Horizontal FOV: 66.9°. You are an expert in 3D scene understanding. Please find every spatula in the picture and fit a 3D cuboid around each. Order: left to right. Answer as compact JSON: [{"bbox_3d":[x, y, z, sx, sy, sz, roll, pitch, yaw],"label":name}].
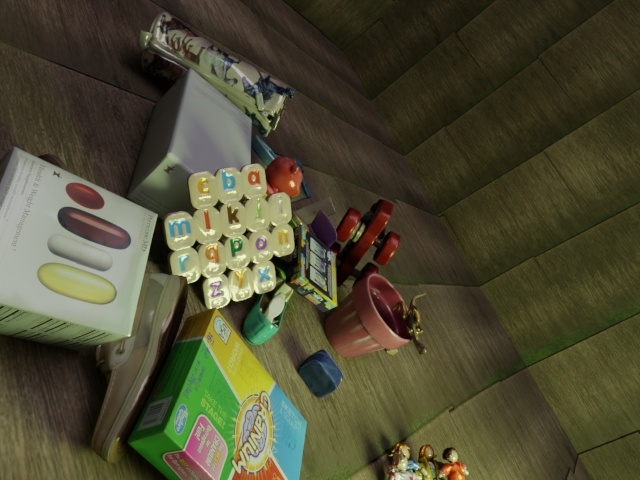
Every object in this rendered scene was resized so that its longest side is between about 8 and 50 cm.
[{"bbox_3d":[0.000,0.000,1.324,0.084,0.030,0.296,56,-13,10],"label":"spatula"}]

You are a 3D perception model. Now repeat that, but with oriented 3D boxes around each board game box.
[{"bbox_3d":[-0.137,0.303,0.774,0.317,0.064,0.242,59,21,-27],"label":"board game box"},{"bbox_3d":[-0.020,0.066,1.171,0.141,0.048,0.170,43,31,-34],"label":"board game box"}]

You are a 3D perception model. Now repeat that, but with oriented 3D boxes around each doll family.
[{"bbox_3d":[0.236,0.571,1.164,0.262,0.118,0.163,11,53,-33],"label":"doll family"}]

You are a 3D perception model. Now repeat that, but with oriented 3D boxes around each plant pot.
[{"bbox_3d":[0.117,0.215,1.281,0.201,0.180,0.201,42,27,-28],"label":"plant pot"}]

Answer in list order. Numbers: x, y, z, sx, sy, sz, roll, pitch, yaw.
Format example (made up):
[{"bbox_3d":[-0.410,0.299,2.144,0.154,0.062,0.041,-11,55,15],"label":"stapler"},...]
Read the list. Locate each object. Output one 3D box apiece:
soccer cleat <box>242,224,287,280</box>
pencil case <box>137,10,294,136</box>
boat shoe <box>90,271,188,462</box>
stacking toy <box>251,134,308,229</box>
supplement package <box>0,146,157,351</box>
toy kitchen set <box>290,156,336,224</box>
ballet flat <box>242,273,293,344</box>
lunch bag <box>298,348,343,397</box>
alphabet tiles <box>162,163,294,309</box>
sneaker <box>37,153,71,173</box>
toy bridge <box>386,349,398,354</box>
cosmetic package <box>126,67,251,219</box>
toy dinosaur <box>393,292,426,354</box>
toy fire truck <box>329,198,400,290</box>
[{"bbox_3d":[-0.089,0.027,1.238,0.289,0.093,0.121,44,45,-16],"label":"soccer cleat"},{"bbox_3d":[-0.281,-0.442,1.311,0.410,0.160,0.183,26,11,-18],"label":"pencil case"},{"bbox_3d":[-0.286,0.174,0.731,0.098,0.109,0.302,12,49,-5],"label":"boat shoe"},{"bbox_3d":[-0.092,-0.144,1.297,0.279,0.130,0.309,48,7,-36],"label":"stacking toy"},{"bbox_3d":[-0.362,0.025,0.650,0.203,0.149,0.194,30,52,-43],"label":"supplement package"},{"bbox_3d":[-0.040,-0.162,1.534,0.166,0.122,0.207,-46,115,-84],"label":"toy kitchen set"},{"bbox_3d":[-0.103,0.137,1.099,0.083,0.087,0.247,47,26,-16],"label":"ballet flat"},{"bbox_3d":[0.006,0.304,1.106,0.098,0.067,0.065,55,25,-2],"label":"lunch bag"},{"bbox_3d":[-0.178,-0.010,0.993,0.284,0.021,0.278,-16,108,-35],"label":"alphabet tiles"},{"bbox_3d":[-0.438,-0.064,0.779,0.071,0.066,0.189,0,57,-59],"label":"sneaker"},{"bbox_3d":[0.196,0.269,1.537,0.063,0.026,0.188,31,33,-39],"label":"toy bridge"},{"bbox_3d":[-0.285,-0.202,1.125,0.217,0.156,0.385,38,31,-32],"label":"cosmetic package"},{"bbox_3d":[0.236,0.193,1.253,0.212,0.064,0.112,-83,151,-43],"label":"toy dinosaur"},{"bbox_3d":[0.122,-0.005,1.446,0.169,0.302,0.254,29,32,-3],"label":"toy fire truck"}]
